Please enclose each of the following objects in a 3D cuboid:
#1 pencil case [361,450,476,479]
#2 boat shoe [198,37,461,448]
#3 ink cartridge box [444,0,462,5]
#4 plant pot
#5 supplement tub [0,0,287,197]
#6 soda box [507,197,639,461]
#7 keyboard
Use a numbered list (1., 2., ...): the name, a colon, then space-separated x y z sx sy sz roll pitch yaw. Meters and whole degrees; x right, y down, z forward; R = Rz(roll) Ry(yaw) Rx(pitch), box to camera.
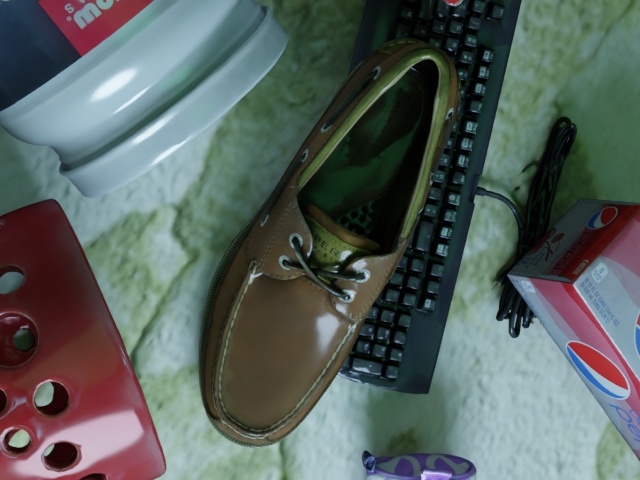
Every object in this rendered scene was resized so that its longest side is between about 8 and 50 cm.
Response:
1. pencil case: 0.076 0.253 1.178 0.086 0.088 0.206 -4 96 -18
2. boat shoe: 0.000 0.000 1.108 0.111 0.104 0.307 23 88 -6
3. ink cartridge box: 0.099 -0.285 1.143 0.134 0.078 0.231 35 82 -6
4. plant pot: -0.207 0.092 1.013 0.174 0.191 0.191 -24 102 -10
5. supplement tub: -0.166 -0.182 1.003 0.191 0.191 0.272 -42 106 -13
6. soda box: 0.257 0.095 1.219 0.092 0.083 0.263 -45 112 -19
7. keyboard: 0.100 -0.042 1.198 0.202 0.033 0.317 13 90 -21
